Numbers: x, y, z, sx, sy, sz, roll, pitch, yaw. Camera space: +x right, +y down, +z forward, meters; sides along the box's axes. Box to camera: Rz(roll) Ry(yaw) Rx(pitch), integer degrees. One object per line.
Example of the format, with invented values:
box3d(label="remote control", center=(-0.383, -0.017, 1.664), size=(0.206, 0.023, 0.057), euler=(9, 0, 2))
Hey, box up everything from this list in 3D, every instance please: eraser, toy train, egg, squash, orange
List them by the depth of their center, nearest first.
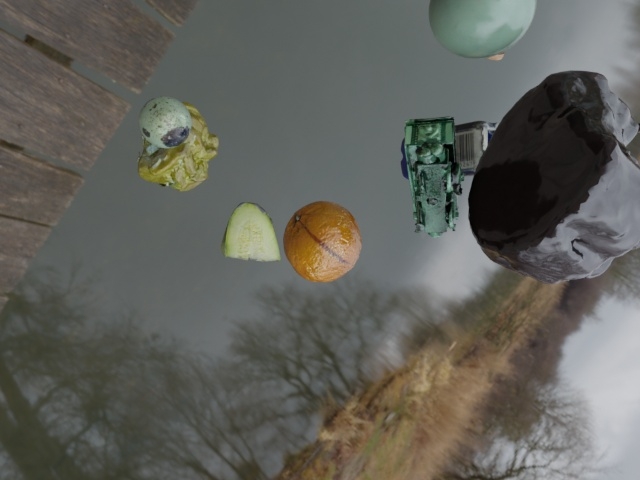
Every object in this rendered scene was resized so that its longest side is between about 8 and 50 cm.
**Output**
box3d(label="egg", center=(-0.253, -0.194, 0.923), size=(0.085, 0.110, 0.085), euler=(-3, 99, -22))
box3d(label="egg", center=(0.276, -0.403, 0.980), size=(0.168, 0.168, 0.231), euler=(-55, -165, 7))
box3d(label="toy train", center=(0.240, -0.121, 1.166), size=(0.269, 0.115, 0.154), euler=(68, 25, -51))
box3d(label="orange", center=(0.000, 0.000, 1.282), size=(0.161, 0.193, 0.193), euler=(30, 99, -34))
box3d(label="eraser", center=(0.386, -0.260, 1.695), size=(0.102, 0.332, 0.154), euler=(-4, 93, -35))
box3d(label="squash", center=(-0.257, -0.035, 2.045), size=(0.237, 0.204, 0.154), euler=(10, 110, -40))

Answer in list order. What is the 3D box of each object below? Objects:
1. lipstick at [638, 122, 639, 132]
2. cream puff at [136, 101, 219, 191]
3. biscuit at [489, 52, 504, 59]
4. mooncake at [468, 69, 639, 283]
box3d(label="lipstick", center=(0.761, -0.269, 1.331), size=(0.027, 0.027, 0.176), euler=(-48, -169, -11))
box3d(label="cream puff", center=(-0.347, -0.236, 1.444), size=(0.195, 0.195, 0.220), euler=(17, 86, -66))
box3d(label="biscuit", center=(0.496, -0.654, 1.857), size=(0.166, 0.250, 0.036), euler=(-25, 145, -32))
box3d(label="mooncake", center=(0.438, -0.102, 1.042), size=(0.351, 0.212, 0.380), euler=(-37, -149, 49))
